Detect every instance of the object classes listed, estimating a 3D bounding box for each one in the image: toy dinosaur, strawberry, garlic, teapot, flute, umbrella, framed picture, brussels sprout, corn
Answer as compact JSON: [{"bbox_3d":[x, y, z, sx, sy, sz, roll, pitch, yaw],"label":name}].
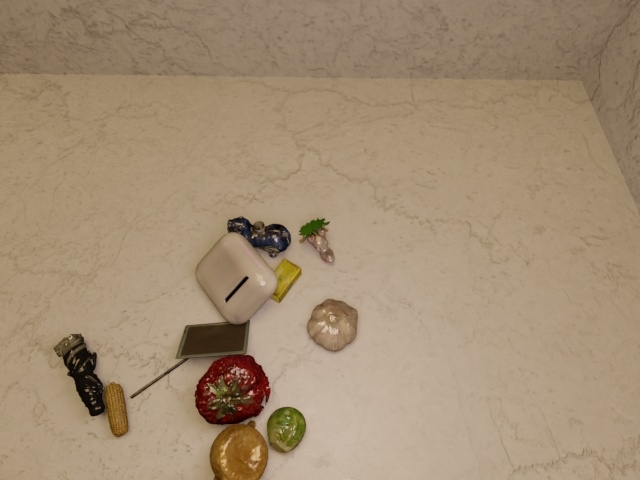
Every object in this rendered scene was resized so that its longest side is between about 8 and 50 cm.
[{"bbox_3d":[0.005,-0.005,2.063,0.152,0.177,0.194,-35,36,-15],"label":"toy dinosaur"},{"bbox_3d":[-0.324,0.542,1.684,0.274,0.220,0.273,-2,99,-14],"label":"strawberry"},{"bbox_3d":[0.056,0.321,1.813,0.219,0.212,0.218,0,65,-1],"label":"garlic"},{"bbox_3d":[-0.301,0.760,1.572,0.203,0.167,0.311,43,45,-8],"label":"teapot"},{"bbox_3d":[-0.626,0.535,1.789,0.270,0.014,0.014,-34,65,-19],"label":"flute"},{"bbox_3d":[-0.909,0.518,1.746,0.113,0.106,0.357,-35,62,-10],"label":"umbrella"},{"bbox_3d":[-0.423,0.396,1.818,0.274,0.016,0.216,-4,27,-2],"label":"framed picture"},{"bbox_3d":[-0.126,0.680,1.645,0.155,0.117,0.155,4,51,-5],"label":"brussels sprout"},{"bbox_3d":[-0.763,0.631,1.698,0.068,0.068,0.207,-19,63,-12],"label":"corn"}]

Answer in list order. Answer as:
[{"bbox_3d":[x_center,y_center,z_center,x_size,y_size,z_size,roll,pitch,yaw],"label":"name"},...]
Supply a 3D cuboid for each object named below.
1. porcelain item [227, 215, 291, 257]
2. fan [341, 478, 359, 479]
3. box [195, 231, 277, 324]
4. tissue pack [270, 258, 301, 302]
[{"bbox_3d":[-0.276,-0.031,2.041,0.288,0.186,0.137,7,55,4],"label":"porcelain item"},{"bbox_3d":[0.173,0.897,1.576,0.310,0.010,0.182,-19,60,-11],"label":"fan"},{"bbox_3d":[-0.358,0.155,1.906,0.288,0.141,0.349,-47,66,9],"label":"box"},{"bbox_3d":[-0.169,0.175,1.986,0.095,0.062,0.176,30,62,16],"label":"tissue pack"}]
